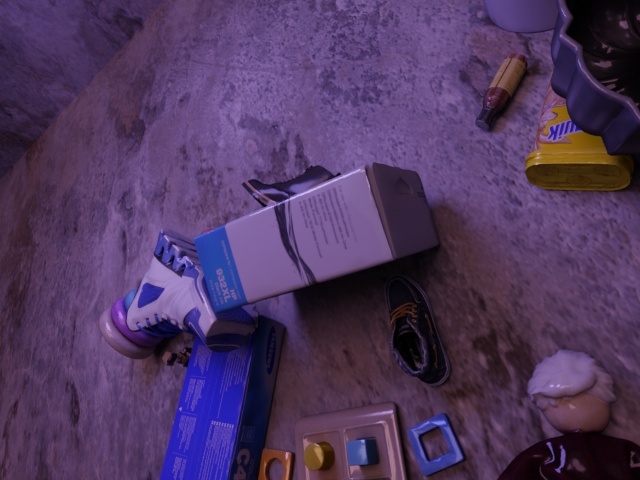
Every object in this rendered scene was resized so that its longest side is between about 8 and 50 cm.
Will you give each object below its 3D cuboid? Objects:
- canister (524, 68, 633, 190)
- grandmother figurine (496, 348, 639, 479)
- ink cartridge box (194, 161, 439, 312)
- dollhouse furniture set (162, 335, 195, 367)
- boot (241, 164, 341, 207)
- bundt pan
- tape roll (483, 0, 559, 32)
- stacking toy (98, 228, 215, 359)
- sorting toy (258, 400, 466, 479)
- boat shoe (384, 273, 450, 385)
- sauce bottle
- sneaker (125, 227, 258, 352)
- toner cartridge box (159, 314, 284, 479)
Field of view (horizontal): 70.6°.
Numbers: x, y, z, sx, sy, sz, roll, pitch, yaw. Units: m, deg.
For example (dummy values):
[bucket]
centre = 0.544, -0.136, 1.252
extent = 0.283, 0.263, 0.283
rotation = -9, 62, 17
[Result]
[canister]
centre = 0.367, -0.161, 0.627
extent = 0.126, 0.073, 0.170
rotation = 7, 70, 39
[grandmother figurine]
centre = 0.277, 0.281, 0.457
extent = 0.207, 0.104, 0.343
rotation = 0, 61, 7
[ink cartridge box]
centre = 0.000, 0.000, 0.707
extent = 0.307, 0.223, 0.129
rotation = -19, 85, 29
[dollhouse furniture set]
centre = -0.235, 0.212, 0.899
extent = 0.081, 0.091, 0.114
rotation = 26, 81, 27
[boot]
centre = -0.059, -0.114, 0.938
extent = 0.197, 0.077, 0.137
rotation = 33, 85, 30
[bundt pan]
centre = 0.423, -0.214, 0.519
extent = 0.330, 0.124, 0.331
rotation = -2, 70, 6
[tape roll]
centre = 0.368, -0.497, 0.735
extent = 0.246, 0.169, 0.246
rotation = -18, 57, 30
[stacking toy]
centre = -0.319, 0.100, 0.984
extent = 0.330, 0.141, 0.141
rotation = -45, 48, 5
[sorting toy]
centre = 0.033, 0.340, 0.640
extent = 0.347, 0.047, 0.196
rotation = -22, 56, 28
[boat shoe]
centre = 0.129, 0.116, 0.658
extent = 0.065, 0.083, 0.184
rotation = -34, 51, 19
[sauce bottle]
centre = 0.295, -0.244, 0.746
extent = 0.042, 0.042, 0.128
rotation = 28, 86, 43
[sneaker]
centre = -0.249, 0.127, 0.829
extent = 0.315, 0.127, 0.182
rotation = 39, 99, 43
[toner cartridge box]
centre = -0.174, 0.309, 0.796
extent = 0.165, 0.075, 0.348
rotation = -6, 64, 35
